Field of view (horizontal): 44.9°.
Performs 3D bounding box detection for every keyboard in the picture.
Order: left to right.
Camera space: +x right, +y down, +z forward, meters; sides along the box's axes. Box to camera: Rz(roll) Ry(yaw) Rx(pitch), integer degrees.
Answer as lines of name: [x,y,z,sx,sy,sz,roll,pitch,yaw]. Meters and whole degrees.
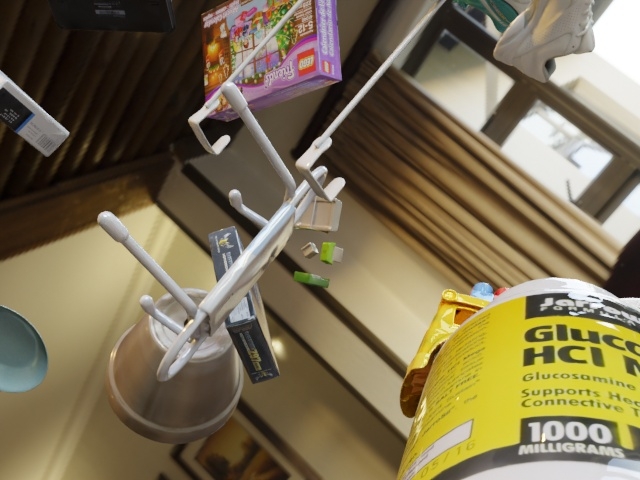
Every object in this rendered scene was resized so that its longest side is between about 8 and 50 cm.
keyboard: [-0.304,-0.347,1.110,0.108,0.180,0.023,88,-175,-57]

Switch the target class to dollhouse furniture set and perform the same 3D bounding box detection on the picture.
dollhouse furniture set: [0.000,0.000,1.285,0.059,0.076,0.151,17,-99,-57]

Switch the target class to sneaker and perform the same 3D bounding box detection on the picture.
sneaker: [0.252,-0.468,1.368,0.107,0.275,0.110,-35,-20,-30]
sneaker: [0.343,-0.315,1.057,0.090,0.115,0.232,-46,-9,-40]

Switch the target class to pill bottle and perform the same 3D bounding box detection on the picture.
pill bottle: [0.143,0.139,0.452,0.188,0.188,0.334,-54,-2,21]

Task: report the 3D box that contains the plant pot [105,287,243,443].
plant pot: [-0.315,0.258,1.762,0.323,0.323,0.280,-37,-18,-37]

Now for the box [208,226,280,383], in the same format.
box: [-0.140,0.117,1.418,0.059,0.232,0.183,-16,-44,-1]

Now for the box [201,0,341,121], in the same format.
box: [-0.093,-0.340,1.350,0.293,0.200,0.057,-11,-9,42]

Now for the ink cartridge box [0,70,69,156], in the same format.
ink cartridge box: [-0.584,-0.281,1.341,0.065,0.333,0.165,-48,-32,-4]

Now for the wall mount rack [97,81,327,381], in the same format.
wall mount rack: [-0.130,-0.010,0.945,0.350,0.131,0.304,-53,-8,-22]

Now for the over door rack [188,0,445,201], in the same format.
over door rack: [-0.006,-0.228,0.853,0.108,0.240,0.324,35,-95,-44]

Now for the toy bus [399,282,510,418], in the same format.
toy bus: [0.229,0.146,0.955,0.149,0.220,0.211,90,-160,-51]

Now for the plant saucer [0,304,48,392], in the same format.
plant saucer: [-0.585,0.192,1.434,0.195,0.195,0.037,-56,3,28]

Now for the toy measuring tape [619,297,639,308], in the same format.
toy measuring tape: [0.520,0.132,1.146,0.330,0.121,0.121,-3,-23,-3]
